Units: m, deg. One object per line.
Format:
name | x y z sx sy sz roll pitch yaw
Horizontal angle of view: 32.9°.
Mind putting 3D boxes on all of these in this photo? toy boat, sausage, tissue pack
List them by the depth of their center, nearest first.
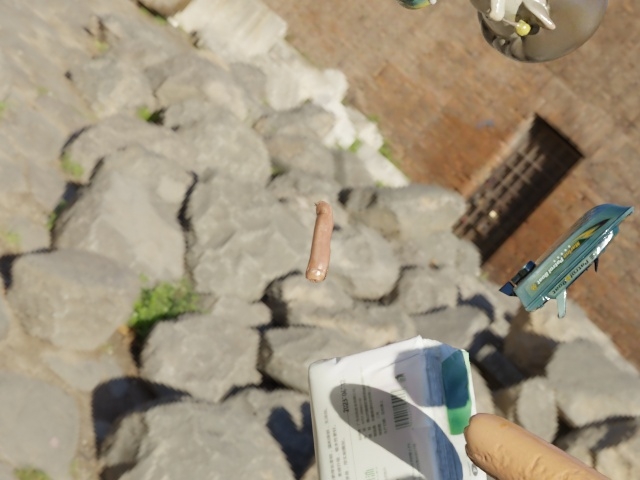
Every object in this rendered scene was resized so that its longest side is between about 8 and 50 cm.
sausage | 0.317 0.327 1.465 0.289 0.086 0.086 27 1 34
toy boat | 0.409 0.031 1.732 0.103 0.246 0.093 47 6 13
tissue pack | 0.135 0.368 1.891 0.194 0.266 0.356 25 53 -53
sausage | 0.000 0.000 1.940 0.042 0.158 0.036 8 -23 -7

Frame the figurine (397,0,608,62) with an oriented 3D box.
figurine | 0.189 -0.260 1.079 0.275 0.158 0.161 23 53 -32
